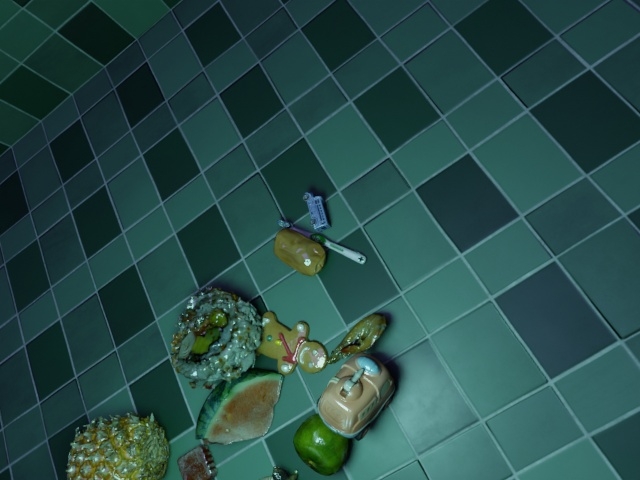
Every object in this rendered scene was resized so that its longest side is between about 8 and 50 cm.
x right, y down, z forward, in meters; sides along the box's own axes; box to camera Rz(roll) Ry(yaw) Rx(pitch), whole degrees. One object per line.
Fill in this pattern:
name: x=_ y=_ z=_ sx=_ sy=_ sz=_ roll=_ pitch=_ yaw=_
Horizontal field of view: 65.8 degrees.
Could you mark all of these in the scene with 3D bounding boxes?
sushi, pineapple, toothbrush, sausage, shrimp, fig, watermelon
sushi: x=-0.419 y=0.383 z=1.938 sx=0.417 sy=0.176 sz=0.417 roll=-18 pitch=49 yaw=22
pineapple: x=-0.765 y=0.832 z=1.910 sx=0.300 sy=0.352 sz=0.352 roll=-19 pitch=69 yaw=12
toothbrush: x=0.002 y=0.001 z=1.990 sx=0.418 sy=0.040 sz=0.042 roll=25 pitch=89 yaw=22
sausage: x=-0.088 y=0.043 z=1.965 sx=0.241 sy=0.120 sz=0.136 roll=33 pitch=78 yaw=27
shrimp: x=0.131 y=0.372 z=1.786 sx=0.287 sy=0.063 sz=0.152 roll=-45 pitch=22 yaw=12
fig: x=0.028 y=0.677 z=1.744 sx=0.203 sy=0.203 sz=0.235 roll=18 pitch=46 yaw=26
watermelon: x=-0.341 y=0.625 z=1.862 sx=0.319 sy=0.222 sz=0.292 roll=4 pitch=82 yaw=24

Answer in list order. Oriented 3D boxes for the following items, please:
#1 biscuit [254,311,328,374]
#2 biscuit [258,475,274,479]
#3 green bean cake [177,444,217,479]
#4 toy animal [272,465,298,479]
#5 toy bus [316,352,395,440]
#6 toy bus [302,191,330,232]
biscuit: x=-0.124 y=0.407 z=1.923 sx=0.340 sy=0.047 sz=0.216 roll=24 pitch=87 yaw=27
biscuit: x=-0.224 y=0.978 z=1.817 sx=0.133 sy=0.032 sz=0.250 roll=14 pitch=83 yaw=27
green bean cake: x=-0.480 y=0.885 z=1.935 sx=0.135 sy=0.056 sz=0.135 roll=-35 pitch=65 yaw=12
toy animal: x=-0.079 y=0.878 z=1.766 sx=0.220 sy=0.086 sz=0.069 roll=25 pitch=89 yaw=8
toy bus: x=0.119 y=0.501 z=1.660 sx=0.194 sy=0.232 sz=0.288 roll=31 pitch=54 yaw=28
toy bus: x=-0.013 y=-0.122 z=2.005 sx=0.076 sy=0.073 sz=0.167 roll=-19 pitch=73 yaw=14
